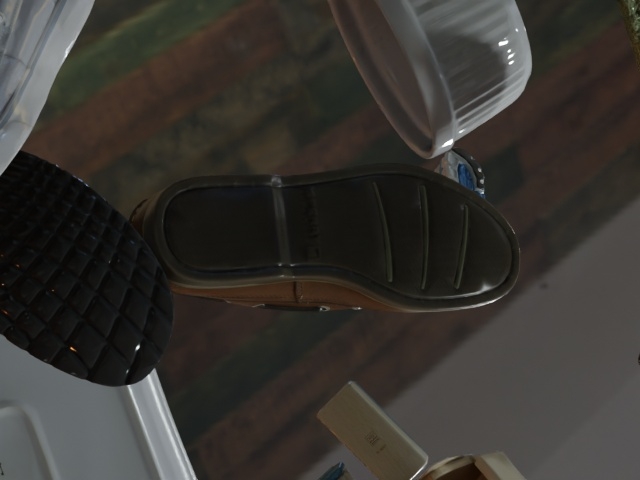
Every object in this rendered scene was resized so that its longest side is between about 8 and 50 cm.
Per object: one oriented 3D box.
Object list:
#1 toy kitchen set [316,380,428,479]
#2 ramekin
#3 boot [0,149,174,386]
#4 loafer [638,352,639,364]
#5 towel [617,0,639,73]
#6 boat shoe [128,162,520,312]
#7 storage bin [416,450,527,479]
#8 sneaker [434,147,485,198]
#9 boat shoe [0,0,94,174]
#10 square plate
[{"bbox_3d":[0.009,0.266,1.789,0.207,0.122,0.166,-45,177,4],"label":"toy kitchen set"},{"bbox_3d":[0.092,-0.184,1.354,0.109,0.207,0.207,-28,-151,-7],"label":"ramekin"},{"bbox_3d":[-0.234,-0.018,1.170,0.118,0.338,0.223,-52,175,-3],"label":"boot"},{"bbox_3d":[0.304,0.030,1.312,0.078,0.220,0.080,24,-137,8],"label":"loafer"},{"bbox_3d":[0.243,-0.175,1.200,0.027,0.148,0.110,-15,-159,17],"label":"towel"},{"bbox_3d":[0.000,0.000,1.205,0.307,0.110,0.104,8,166,-24],"label":"boat shoe"},{"bbox_3d":[0.157,0.393,1.609,0.262,0.260,0.123,49,-155,25],"label":"storage bin"},{"bbox_3d":[0.153,-0.012,1.873,0.083,0.071,0.190,-41,-144,43],"label":"sneaker"},{"bbox_3d":[-0.169,-0.083,0.793,0.066,0.063,0.184,-30,-147,52],"label":"boat shoe"},{"bbox_3d":[-0.267,0.191,1.258,0.344,0.347,0.049,-21,-178,-23],"label":"square plate"}]
